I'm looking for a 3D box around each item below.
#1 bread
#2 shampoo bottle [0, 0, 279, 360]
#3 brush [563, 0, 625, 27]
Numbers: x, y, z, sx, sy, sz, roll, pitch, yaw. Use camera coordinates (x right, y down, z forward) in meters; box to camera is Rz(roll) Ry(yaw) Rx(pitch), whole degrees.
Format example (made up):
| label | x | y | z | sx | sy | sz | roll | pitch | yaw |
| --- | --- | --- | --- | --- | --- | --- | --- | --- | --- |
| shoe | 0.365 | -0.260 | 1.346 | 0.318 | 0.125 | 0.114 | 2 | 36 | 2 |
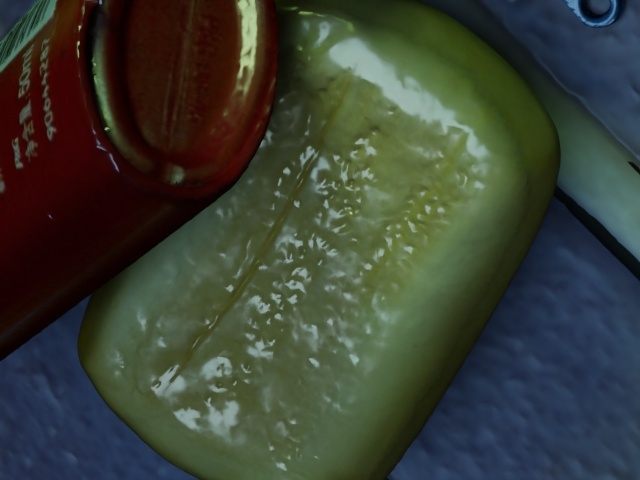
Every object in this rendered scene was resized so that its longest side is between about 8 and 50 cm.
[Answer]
| label | x | y | z | sx | sy | sz | roll | pitch | yaw |
| --- | --- | --- | --- | --- | --- | --- | --- | --- | --- |
| bread | 0.000 | 0.000 | 0.735 | 0.147 | 0.098 | 0.217 | 33 | 115 | 0 |
| shampoo bottle | -0.122 | -0.015 | 0.731 | 0.314 | 0.076 | 0.118 | -34 | 49 | 52 |
| brush | 0.059 | -0.145 | 0.717 | 0.164 | 0.014 | 0.051 | 49 | 119 | 3 |
